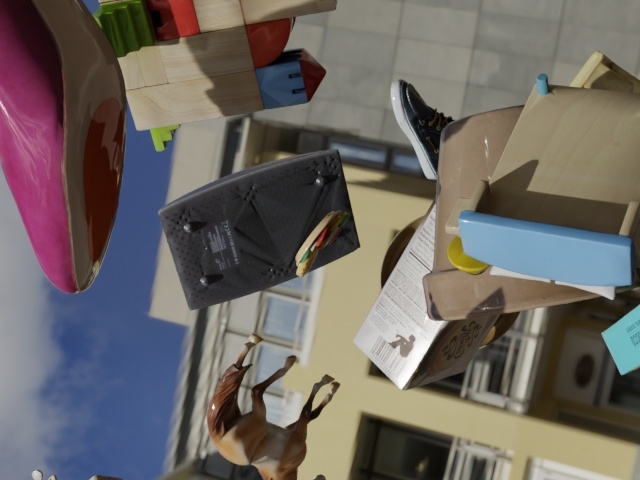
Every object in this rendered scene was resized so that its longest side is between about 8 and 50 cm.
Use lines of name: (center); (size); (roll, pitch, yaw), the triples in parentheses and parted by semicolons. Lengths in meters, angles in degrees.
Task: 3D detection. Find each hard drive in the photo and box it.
hard drive: (-0.083, -0.021, 1.434); (0.054, 0.254, 0.172); (-131, 24, -60)

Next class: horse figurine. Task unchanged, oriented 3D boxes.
horse figurine: (-0.061, 0.222, 1.277); (0.263, 0.066, 0.175); (38, -102, -47)

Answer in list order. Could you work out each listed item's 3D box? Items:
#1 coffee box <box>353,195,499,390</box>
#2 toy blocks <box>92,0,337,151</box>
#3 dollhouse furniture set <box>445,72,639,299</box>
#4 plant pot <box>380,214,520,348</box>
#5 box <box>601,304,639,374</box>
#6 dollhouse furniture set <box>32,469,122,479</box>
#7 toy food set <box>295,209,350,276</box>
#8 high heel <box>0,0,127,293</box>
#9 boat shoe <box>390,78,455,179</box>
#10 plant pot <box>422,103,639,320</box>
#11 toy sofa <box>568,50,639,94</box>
coffee box: (0.196, 0.058, 1.536); (0.168, 0.119, 0.297); (-6, -48, -50)
toy blocks: (-0.097, -0.282, 1.106); (0.191, 0.260, 0.382); (-84, -15, -61)
dollhouse furniture set: (0.293, -0.037, 0.924); (0.286, 0.303, 0.198); (-62, -31, -34)
plant pot: (0.214, 0.068, 1.719); (0.032, 0.236, 0.236); (82, -156, -74)
box: (0.413, 0.088, 1.216); (0.244, 0.100, 0.060); (100, 148, -72)
dollhouse furniture set: (-0.217, 0.232, 0.982); (0.091, 0.114, 0.081); (22, -145, -45)
toy food set: (0.000, 0.000, 1.206); (0.083, 0.020, 0.083); (-48, -7, -31)
high heel: (-0.245, -0.143, 0.762); (0.127, 0.181, 0.378); (-60, -30, -72)
boat shoe: (0.177, -0.177, 1.623); (0.183, 0.083, 0.065); (59, -145, -32)
plant pot: (0.239, -0.038, 1.259); (0.263, 0.262, 0.229); (-2, -97, -71)
toy sofa: (0.486, -0.091, 1.430); (0.150, 0.362, 0.177); (-56, -28, 15)
